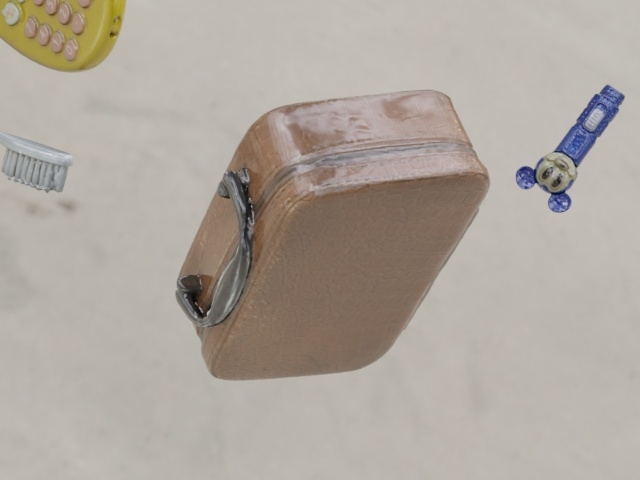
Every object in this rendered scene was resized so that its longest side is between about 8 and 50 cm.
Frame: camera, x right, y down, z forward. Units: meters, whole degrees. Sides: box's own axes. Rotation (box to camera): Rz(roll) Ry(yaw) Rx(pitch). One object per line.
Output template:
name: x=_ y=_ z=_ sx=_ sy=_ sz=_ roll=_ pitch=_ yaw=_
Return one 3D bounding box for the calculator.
calculator: x=-0.226 y=-0.221 z=1.526 sx=0.032 sy=0.146 sz=0.235 roll=-9 pitch=39 yaw=-42

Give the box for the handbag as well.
handbag: x=0.000 y=0.000 z=1.122 sx=0.151 sy=0.193 sz=0.072 roll=-3 pitch=55 yaw=-31

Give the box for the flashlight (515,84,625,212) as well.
flashlight: x=0.228 y=-0.085 z=1.736 sx=0.057 sy=0.121 sz=0.035 roll=37 pitch=3 yaw=6

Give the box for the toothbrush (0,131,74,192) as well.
toothbrush: x=-0.266 y=-0.078 z=1.146 sx=0.276 sy=0.025 sz=0.019 roll=19 pitch=12 yaw=18
